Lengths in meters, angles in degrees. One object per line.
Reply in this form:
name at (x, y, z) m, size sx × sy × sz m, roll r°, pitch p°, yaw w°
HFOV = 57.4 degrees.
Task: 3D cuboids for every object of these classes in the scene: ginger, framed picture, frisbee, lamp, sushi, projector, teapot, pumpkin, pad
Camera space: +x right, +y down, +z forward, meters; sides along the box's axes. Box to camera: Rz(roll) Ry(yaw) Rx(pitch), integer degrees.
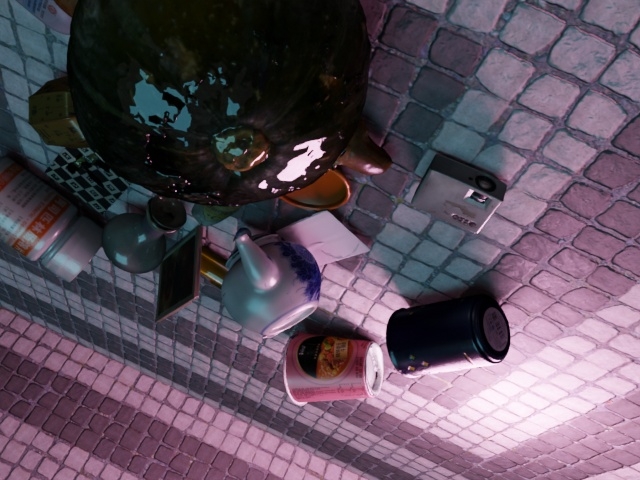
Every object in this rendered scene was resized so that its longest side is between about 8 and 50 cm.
ginger at (-0.020, -0.194, 1.127) m, size 0.310 × 0.107 × 0.132 m, roll 6°, pitch 112°, yaw 16°
framed picture at (-0.409, 0.103, 1.682) m, size 0.020 × 0.211 × 0.290 m, roll 13°, pitch 154°, yaw -33°
frisbee at (-0.025, -0.129, 1.273) m, size 0.192 × 0.035 × 0.192 m, roll 10°, pitch 152°, yaw 5°
lamp at (-0.549, -0.285, 1.307) m, size 0.185 × 0.161 × 0.161 m, roll 3°, pitch 139°, yaw 29°
sushi at (-0.608, -0.187, 1.561) m, size 0.193 × 0.043 × 0.280 m, roll 40°, pitch 143°, yaw -20°
projector at (0.265, -0.092, 1.124) m, size 0.147 × 0.061 × 0.115 m, roll 24°, pitch 146°, yaw 2°
teapot at (-0.474, -0.024, 1.593) m, size 0.183 × 0.183 × 0.251 m, roll 40°, pitch 132°, yaw -19°
pumpkin at (-0.142, -0.243, 0.883) m, size 0.455 × 0.343 × 0.454 m, roll -16°, pitch 151°, yaw -9°
teapot at (-0.137, 0.085, 1.469) m, size 0.279 × 0.253 × 0.424 m, roll 58°, pitch 176°, yaw 16°
pad at (0.000, 0.000, 1.440) m, size 0.156 × 0.004 × 0.232 m, roll 41°, pitch 148°, yaw -21°

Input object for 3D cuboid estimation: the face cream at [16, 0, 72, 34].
face cream at (-0.503, -0.473, 1.094) m, size 0.337 × 0.080 × 0.163 m, roll 38°, pitch 142°, yaw -17°

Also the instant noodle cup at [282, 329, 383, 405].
instant noodle cup at (0.048, 0.385, 1.763) m, size 0.255 × 0.243 × 0.243 m, roll -5°, pitch 135°, yaw 25°

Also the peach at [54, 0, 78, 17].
peach at (-0.355, -0.456, 0.950) m, size 0.233 × 0.232 × 0.232 m, roll 17°, pitch 144°, yaw 13°

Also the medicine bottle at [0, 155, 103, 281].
medicine bottle at (-0.841, -0.058, 1.730) m, size 0.371 × 0.211 × 0.211 m, roll 40°, pitch 143°, yaw -19°

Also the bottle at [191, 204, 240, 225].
bottle at (-0.216, -0.107, 1.387) m, size 0.083 × 0.083 × 0.270 m, roll 40°, pitch 142°, yaw -20°

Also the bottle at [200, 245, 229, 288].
bottle at (-0.242, 0.124, 1.702) m, size 0.286 × 0.082 × 0.082 m, roll 33°, pitch 144°, yaw -10°

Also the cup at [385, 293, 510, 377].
cup at (0.338, 0.224, 1.447) m, size 0.256 × 0.255 × 0.178 m, roll -20°, pitch 88°, yaw 43°
